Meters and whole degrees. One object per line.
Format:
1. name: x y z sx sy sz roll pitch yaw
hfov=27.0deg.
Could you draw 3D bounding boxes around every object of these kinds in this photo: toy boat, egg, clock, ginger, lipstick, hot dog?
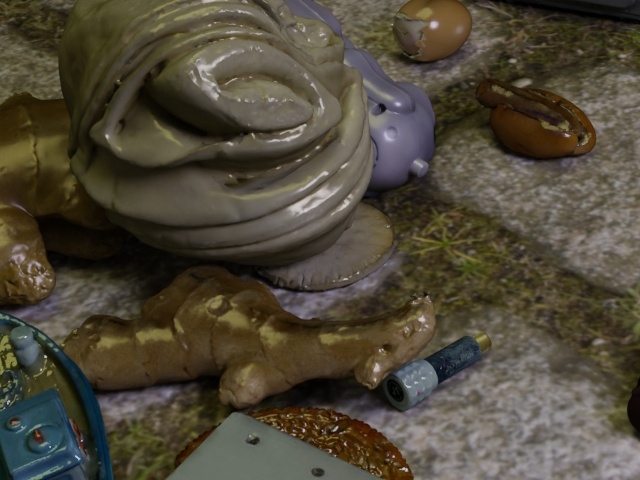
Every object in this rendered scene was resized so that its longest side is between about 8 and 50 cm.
1. toy boat: -0.236 0.142 1.082 0.109 0.098 0.238 -24 41 -10
2. egg: 0.136 -0.256 1.593 0.096 0.080 0.080 -28 42 -23
3. clock: 0.017 -0.140 1.398 0.254 0.189 0.189 31 49 22
4. ginger: -0.063 0.083 1.159 0.333 0.081 0.148 4 36 20
5. ginger: -0.348 -0.014 1.336 0.375 0.166 0.236 -28 76 2
6. lipstick: 0.108 0.107 1.153 0.116 0.037 0.037 -25 41 -31
7. hot dog: 0.230 -0.133 1.435 0.089 0.060 0.140 -22 36 -28

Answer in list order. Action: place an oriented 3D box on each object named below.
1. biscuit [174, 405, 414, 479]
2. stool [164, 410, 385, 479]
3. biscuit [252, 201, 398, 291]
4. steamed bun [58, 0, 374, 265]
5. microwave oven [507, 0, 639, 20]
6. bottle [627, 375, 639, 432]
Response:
1. biscuit: -0.009 0.180 1.074 0.206 0.025 0.126 16 42 26
2. stool: 0.012 0.276 0.763 0.269 0.244 0.170 20 44 30
3. biscuit: 0.000 0.000 1.318 0.152 0.020 0.152 -3 37 2
4. steamed bun: -0.095 -0.098 1.205 0.276 0.289 0.203 -12 22 7
5. microwave oven: 0.327 -0.376 1.678 0.240 0.145 0.194 15 44 25
6. bottle: 0.310 0.103 1.116 0.060 0.060 0.164 21 44 30
